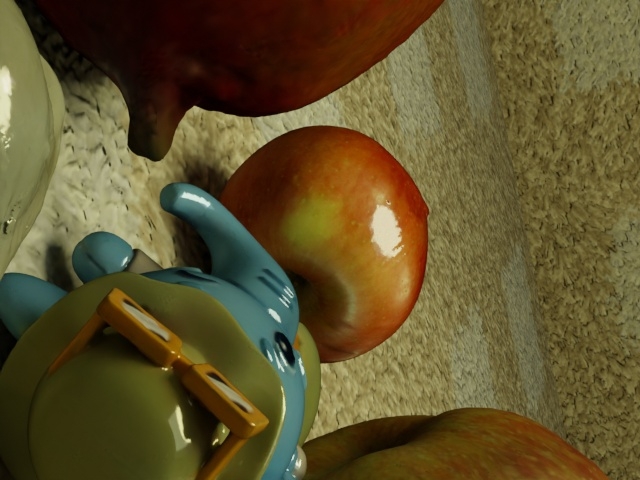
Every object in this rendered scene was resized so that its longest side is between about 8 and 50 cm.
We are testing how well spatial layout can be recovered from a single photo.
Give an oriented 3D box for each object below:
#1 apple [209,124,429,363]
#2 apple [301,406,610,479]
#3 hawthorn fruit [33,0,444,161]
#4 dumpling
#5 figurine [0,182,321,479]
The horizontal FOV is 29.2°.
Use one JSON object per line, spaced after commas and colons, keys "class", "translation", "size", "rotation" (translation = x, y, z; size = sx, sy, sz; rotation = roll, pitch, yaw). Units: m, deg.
{"class": "apple", "translation": [0.000, 0.000, 0.857], "size": [0.139, 0.163, 0.163], "rotation": [-59, 137, -53]}
{"class": "apple", "translation": [0.059, 0.222, 0.745], "size": [0.250, 0.277, 0.309], "rotation": [55, 11, -20]}
{"class": "hawthorn fruit", "translation": [-0.041, -0.219, 0.694], "size": [0.311, 0.295, 0.295], "rotation": [-44, 126, -41]}
{"class": "dumpling", "translation": [-0.153, -0.053, 0.465], "size": [0.136, 0.118, 0.199], "rotation": [46, 33, -51]}
{"class": "figurine", "translation": [-0.078, 0.072, 0.644], "size": [0.262, 0.153, 0.180], "rotation": [-98, 165, -77]}
